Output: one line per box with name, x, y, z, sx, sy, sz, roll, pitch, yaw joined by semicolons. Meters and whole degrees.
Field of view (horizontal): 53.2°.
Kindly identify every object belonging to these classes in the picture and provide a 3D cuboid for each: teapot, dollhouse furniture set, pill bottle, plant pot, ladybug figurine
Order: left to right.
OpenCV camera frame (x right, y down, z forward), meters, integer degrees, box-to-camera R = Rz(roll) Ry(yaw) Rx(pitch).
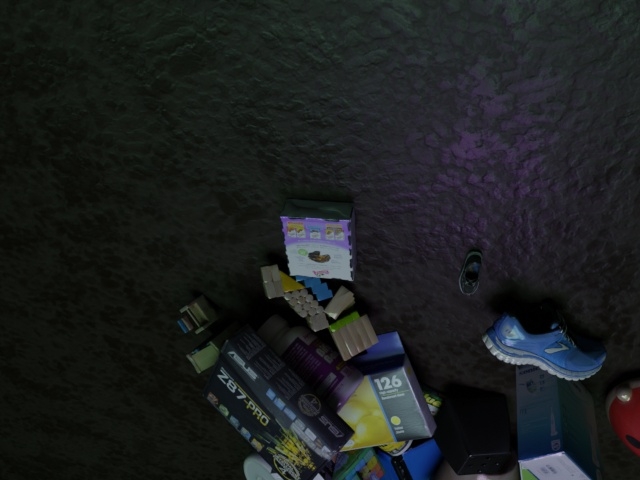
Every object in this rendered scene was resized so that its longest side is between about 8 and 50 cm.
dollhouse furniture set;-0.329;0.257;1.847;0.129;0.129;0.183;-32;93;37
teapot;-0.134;0.800;2.249;0.256;0.187;0.252;-22;97;51
pill bottle;-0.044;0.341;1.750;0.301;0.169;0.169;38;135;12
pill bottle;0.180;0.569;1.984;0.208;0.119;0.119;38;130;-20
plant pot;0.445;0.570;1.844;0.188;0.167;0.187;1;135;-11
plant pot;0.491;0.761;1.982;0.323;0.323;0.280;8;116;7
ladybug figurine;0.958;0.513;1.691;0.449;0.162;0.305;27;133;-11

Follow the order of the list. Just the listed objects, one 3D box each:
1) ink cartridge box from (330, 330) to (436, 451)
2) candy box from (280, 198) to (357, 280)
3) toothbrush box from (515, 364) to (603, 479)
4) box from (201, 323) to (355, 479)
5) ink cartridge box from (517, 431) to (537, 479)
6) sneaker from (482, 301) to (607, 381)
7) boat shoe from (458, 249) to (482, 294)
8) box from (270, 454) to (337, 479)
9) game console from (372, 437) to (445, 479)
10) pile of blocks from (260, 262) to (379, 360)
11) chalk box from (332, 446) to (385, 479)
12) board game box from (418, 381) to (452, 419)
ink cartridge box;0.134;0.438;1.824;0.304;0.072;0.307;-19;101;29
candy box;0.000;0.000;1.533;0.165;0.070;0.196;4;133;11
toothbrush box;0.618;0.482;1.662;0.126;0.295;0.216;-27;122;35
box;-0.125;0.454;1.699;0.395;0.097;0.318;43;136;13
ink cartridge box;0.639;0.700;1.887;0.097;0.255;0.188;-4;131;18
sneaker;0.569;0.240;1.557;0.330;0.129;0.147;13;119;-18
boat shoe;0.361;0.086;1.536;0.049;0.040;0.142;6;133;9
box;-0.030;0.600;1.952;0.169;0.290;0.087;-13;126;28
game console;0.303;0.748;2.183;0.250;0.173;0.293;20;144;42
pile of blocks;-0.008;0.163;1.684;0.362;0.149;0.112;40;173;-10
chalk box;0.073;0.705;2.009;0.289;0.179;0.180;25;148;44
board game box;0.307;0.489;1.938;0.260;0.030;0.136;25;131;-9
